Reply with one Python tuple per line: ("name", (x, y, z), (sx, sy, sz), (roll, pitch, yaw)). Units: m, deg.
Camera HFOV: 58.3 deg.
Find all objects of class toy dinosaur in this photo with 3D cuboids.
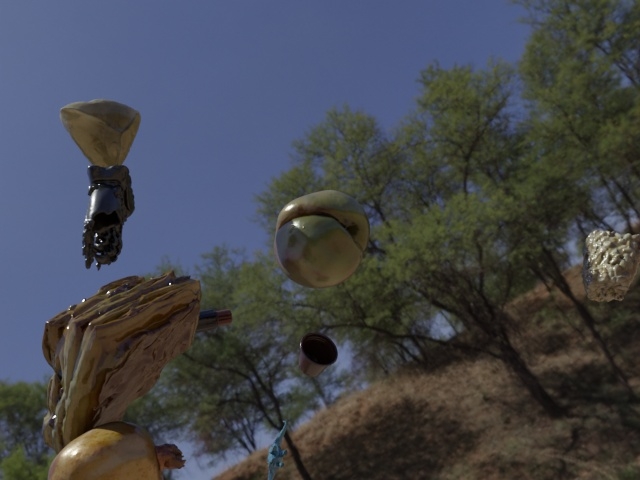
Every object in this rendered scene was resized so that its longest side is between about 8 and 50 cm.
("toy dinosaur", (-0.114, 0.550, 1.466), (0.045, 0.197, 0.080), (23, -37, -10))

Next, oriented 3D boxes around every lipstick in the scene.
("lipstick", (-0.405, 0.251, 1.722), (0.299, 0.081, 0.081), (-4, -38, -33))

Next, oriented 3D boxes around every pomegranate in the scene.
("pomegranate", (-0.381, 0.425, 1.039), (0.207, 0.207, 0.207), (-28, -25, -15))

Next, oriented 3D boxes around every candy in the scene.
("candy", (0.436, 0.036, 0.863), (0.095, 0.085, 0.110), (49, -125, -55))

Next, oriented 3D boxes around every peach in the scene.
("peach", (-0.001, 0.001, 1.622), (0.247, 0.292, 0.292), (31, -65, -32))

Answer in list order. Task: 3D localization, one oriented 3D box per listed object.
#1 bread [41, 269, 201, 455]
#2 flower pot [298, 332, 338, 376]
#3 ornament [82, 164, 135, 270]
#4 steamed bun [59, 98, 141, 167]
("bread", (-0.424, 0.233, 1.183), (0.314, 0.191, 0.370), (-33, -28, -57))
("flower pot", (-0.017, 0.323, 1.580), (0.111, 0.111, 0.089), (-14, -37, -38))
("ornament", (-0.540, -0.030, 1.446), (0.106, 0.261, 0.251), (2, -27, -10))
("steamed bun", (-0.601, -0.324, 1.648), (0.212, 0.110, 0.231), (-57, -48, -35))
